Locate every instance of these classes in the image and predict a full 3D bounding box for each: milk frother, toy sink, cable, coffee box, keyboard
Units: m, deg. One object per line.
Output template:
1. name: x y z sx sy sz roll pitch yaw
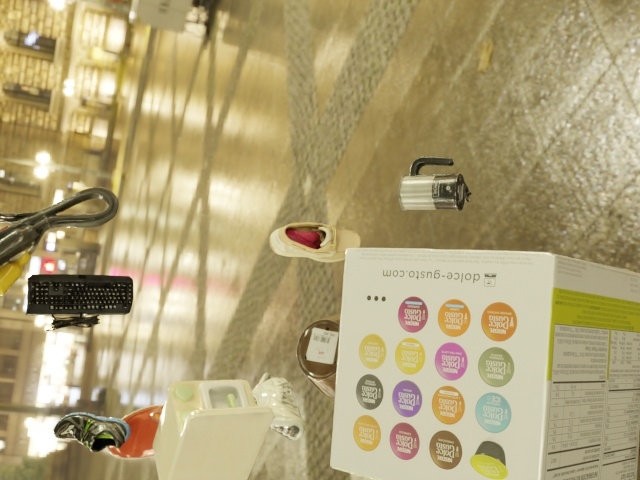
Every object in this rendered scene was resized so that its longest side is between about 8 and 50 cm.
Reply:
1. milk frother: 0.269 -0.114 1.822 0.143 0.134 0.129 52 -134 -54
2. toy sink: -0.196 0.333 1.410 0.131 0.152 0.234 -115 36 -44
3. cable: -0.485 -0.018 1.328 0.139 0.287 0.072 48 150 11
4. coffee box: 0.257 0.195 1.187 0.337 0.338 0.335 1 84 41
5. keyboard: -0.421 0.110 1.407 0.038 0.192 0.100 -2 87 56

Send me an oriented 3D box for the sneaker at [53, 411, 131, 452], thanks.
1. sneaker: -0.543 0.454 1.860 0.078 0.188 0.067 -73 -17 -56

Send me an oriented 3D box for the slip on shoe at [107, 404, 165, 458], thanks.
1. slip on shoe: -0.372 0.456 1.892 0.101 0.331 0.123 -14 -89 -75

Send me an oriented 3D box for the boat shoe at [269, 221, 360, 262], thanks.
1. boat shoe: 0.000 0.000 1.360 0.059 0.170 0.063 -40 55 57

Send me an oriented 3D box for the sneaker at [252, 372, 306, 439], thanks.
1. sneaker: -0.103 0.385 1.870 0.118 0.110 0.292 -58 22 -10

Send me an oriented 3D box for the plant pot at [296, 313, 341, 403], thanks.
1. plant pot: 0.061 0.219 1.470 0.215 0.230 0.216 -11 68 29
